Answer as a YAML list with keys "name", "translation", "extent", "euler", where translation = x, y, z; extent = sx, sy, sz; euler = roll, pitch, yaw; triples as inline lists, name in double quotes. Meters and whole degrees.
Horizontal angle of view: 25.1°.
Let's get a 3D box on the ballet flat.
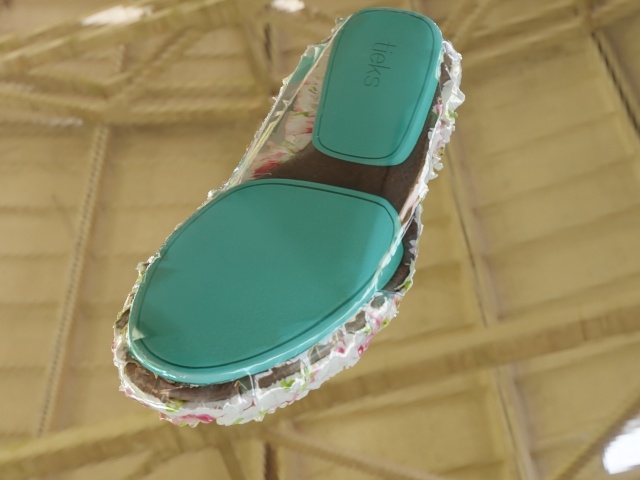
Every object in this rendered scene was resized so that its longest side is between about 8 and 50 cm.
- name: "ballet flat"
  translation: [0.000, 0.000, 0.533]
  extent: [0.091, 0.077, 0.241]
  euler: [18, -138, 14]
